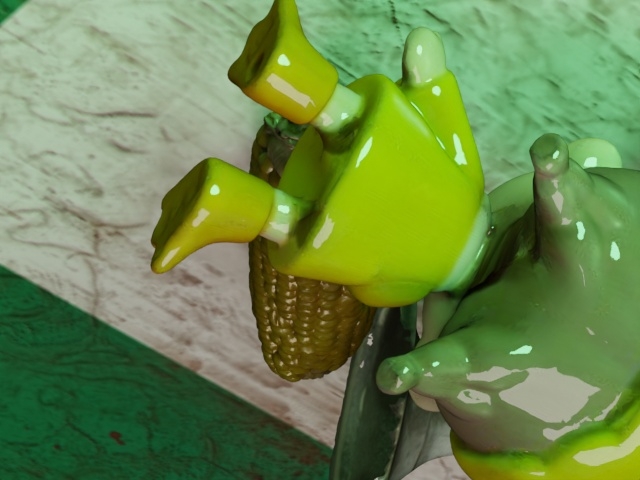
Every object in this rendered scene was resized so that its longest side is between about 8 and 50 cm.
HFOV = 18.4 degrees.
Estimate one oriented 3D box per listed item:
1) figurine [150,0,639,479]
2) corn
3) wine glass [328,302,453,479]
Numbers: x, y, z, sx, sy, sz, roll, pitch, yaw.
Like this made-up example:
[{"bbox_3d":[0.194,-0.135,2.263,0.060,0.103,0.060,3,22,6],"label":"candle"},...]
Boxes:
[{"bbox_3d":[0.088,0.020,1.089,0.344,0.187,0.215,27,106,-14],"label":"figurine"},{"bbox_3d":[0.000,0.000,1.242,0.097,0.097,0.261,4,141,0],"label":"corn"},{"bbox_3d":[0.181,0.143,1.300,0.323,0.238,0.238,14,140,-4],"label":"wine glass"}]
